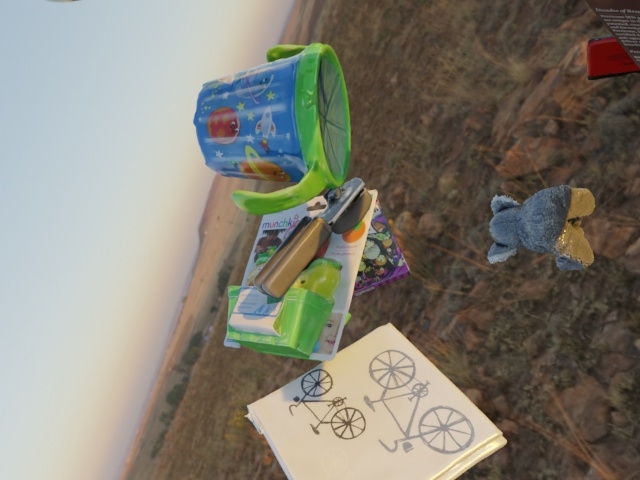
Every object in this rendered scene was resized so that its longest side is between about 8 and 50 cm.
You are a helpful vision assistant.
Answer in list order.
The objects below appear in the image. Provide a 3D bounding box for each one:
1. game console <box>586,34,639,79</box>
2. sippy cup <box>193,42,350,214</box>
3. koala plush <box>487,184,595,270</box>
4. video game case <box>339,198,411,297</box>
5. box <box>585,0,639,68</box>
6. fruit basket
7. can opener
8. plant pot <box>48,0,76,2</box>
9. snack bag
[{"bbox_3d":[0.551,-0.337,0.946,0.124,0.144,0.085,55,-137,-46],"label":"game console"},{"bbox_3d":[-0.081,-0.198,0.910,0.305,0.224,0.239,-59,-36,-62],"label":"sippy cup"},{"bbox_3d":[0.492,-0.035,1.262,0.221,0.203,0.196,-4,77,52],"label":"koala plush"},{"bbox_3d":[0.074,0.032,1.318,0.042,0.232,0.210,59,-170,-66],"label":"video game case"},{"bbox_3d":[0.511,-0.337,0.721,0.143,0.382,0.191,37,102,50],"label":"box"},{"bbox_3d":[-0.058,0.059,1.106,0.327,0.165,0.352,-2,70,42],"label":"fruit basket"},{"bbox_3d":[0.000,0.000,0.987,0.283,0.095,0.076,-52,26,-16],"label":"can opener"},{"bbox_3d":[-0.380,-0.511,0.707,0.305,0.334,0.333,66,-146,-57],"label":"plant pot"},{"bbox_3d":[0.080,0.319,0.926,0.323,0.343,0.037,43,154,47],"label":"snack bag"}]
